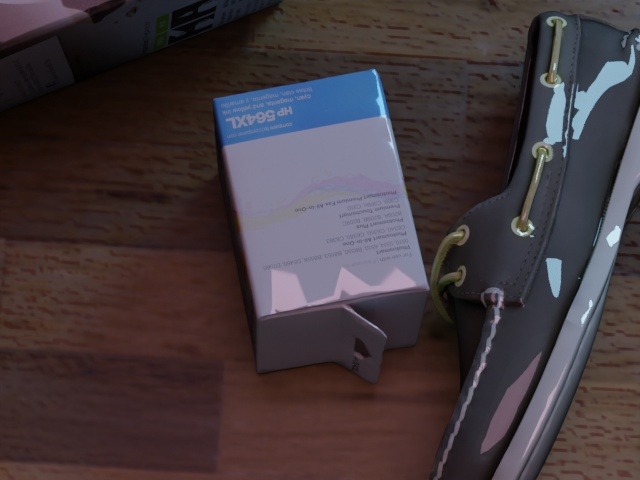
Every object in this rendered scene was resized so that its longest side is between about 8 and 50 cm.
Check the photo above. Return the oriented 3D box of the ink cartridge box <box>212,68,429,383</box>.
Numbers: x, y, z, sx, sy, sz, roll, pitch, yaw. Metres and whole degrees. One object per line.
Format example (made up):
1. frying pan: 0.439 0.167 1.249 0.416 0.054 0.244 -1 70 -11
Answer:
1. ink cartridge box: 0.000 0.000 0.990 0.090 0.092 0.143 -10 68 -5

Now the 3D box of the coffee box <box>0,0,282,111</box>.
1. coffee box: -0.181 -0.166 1.025 0.297 0.119 0.168 -24 83 -10

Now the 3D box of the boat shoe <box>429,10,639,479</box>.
1. boat shoe: 0.109 0.009 0.984 0.091 0.109 0.305 20 63 7
